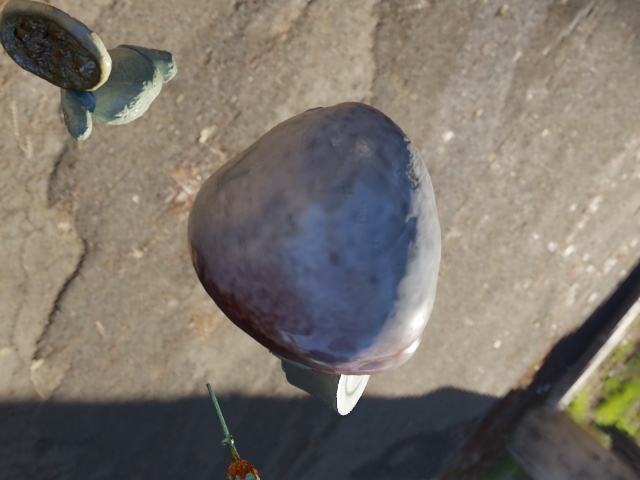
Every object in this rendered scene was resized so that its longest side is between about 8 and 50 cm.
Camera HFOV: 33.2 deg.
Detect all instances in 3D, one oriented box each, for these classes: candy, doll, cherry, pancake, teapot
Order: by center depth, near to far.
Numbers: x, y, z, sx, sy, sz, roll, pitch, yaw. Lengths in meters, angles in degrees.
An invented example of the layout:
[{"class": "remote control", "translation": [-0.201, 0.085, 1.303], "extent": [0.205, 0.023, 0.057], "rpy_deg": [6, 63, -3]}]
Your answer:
[{"class": "pancake", "translation": [-0.325, -0.234, 1.305], "extent": [0.151, 0.151, 0.025], "rpy_deg": [76, 31, -58]}, {"class": "cherry", "translation": [0.009, -0.008, 1.344], "extent": [0.326, 0.335, 0.291], "rpy_deg": [-58, 161, 19]}, {"class": "doll", "translation": [-0.269, -0.206, 1.422], "extent": [0.214, 0.103, 0.071], "rpy_deg": [-50, 180, -42]}, {"class": "candy", "translation": [-0.145, 0.310, 1.680], "extent": [0.055, 0.185, 0.049], "rpy_deg": [-22, 178, 29]}, {"class": "teapot", "translation": [-0.005, 0.181, 1.744], "extent": [0.239, 0.149, 0.162], "rpy_deg": [3, 106, -69]}]
